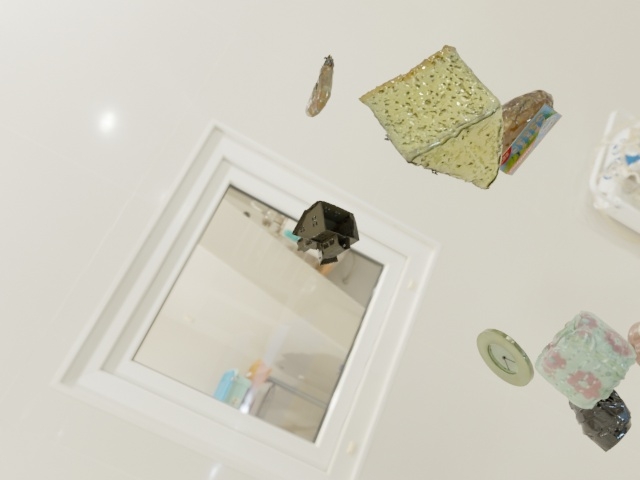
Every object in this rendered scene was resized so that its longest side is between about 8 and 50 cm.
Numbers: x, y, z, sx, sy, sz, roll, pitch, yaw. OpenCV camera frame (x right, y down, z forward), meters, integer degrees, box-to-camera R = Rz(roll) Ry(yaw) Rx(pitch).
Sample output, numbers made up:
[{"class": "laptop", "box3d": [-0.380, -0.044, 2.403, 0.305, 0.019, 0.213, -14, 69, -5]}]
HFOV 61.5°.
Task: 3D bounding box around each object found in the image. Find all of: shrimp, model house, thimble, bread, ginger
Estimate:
[{"class": "shrimp", "box3d": [0.000, -0.423, 1.464, 0.101, 0.042, 0.190, 2, 73, 55]}, {"class": "model house", "box3d": [0.000, 0.000, 2.129, 0.243, 0.211, 0.204, -32, 54, 38]}, {"class": "thimble", "box3d": [0.597, 0.266, 1.213, 0.185, 0.149, 0.211, -46, -19, -5]}, {"class": "bread", "box3d": [0.245, -0.221, 1.181, 0.315, 0.279, 0.248, 78, 165, -54]}, {"class": "ginger", "box3d": [0.655, -0.389, 1.839, 0.321, 0.165, 0.172, -40, -10, 20]}]

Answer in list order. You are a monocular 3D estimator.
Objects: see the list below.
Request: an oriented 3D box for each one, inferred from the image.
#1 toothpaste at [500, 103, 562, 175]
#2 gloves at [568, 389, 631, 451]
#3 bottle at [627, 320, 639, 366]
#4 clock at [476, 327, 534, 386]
[{"class": "toothpaste", "box3d": [0.529, -0.257, 1.383, 0.070, 0.044, 0.193, 0, -48, -51]}, {"class": "gloves", "box3d": [0.751, 0.456, 1.493, 0.124, 0.203, 0.164, -13, -42, -50]}, {"class": "bottle", "box3d": [1.112, 0.282, 1.637, 0.297, 0.173, 0.206, 136, 136, -59]}, {"class": "clock", "box3d": [0.655, 0.415, 1.916, 0.029, 0.235, 0.235, -32, -3, -23]}]
